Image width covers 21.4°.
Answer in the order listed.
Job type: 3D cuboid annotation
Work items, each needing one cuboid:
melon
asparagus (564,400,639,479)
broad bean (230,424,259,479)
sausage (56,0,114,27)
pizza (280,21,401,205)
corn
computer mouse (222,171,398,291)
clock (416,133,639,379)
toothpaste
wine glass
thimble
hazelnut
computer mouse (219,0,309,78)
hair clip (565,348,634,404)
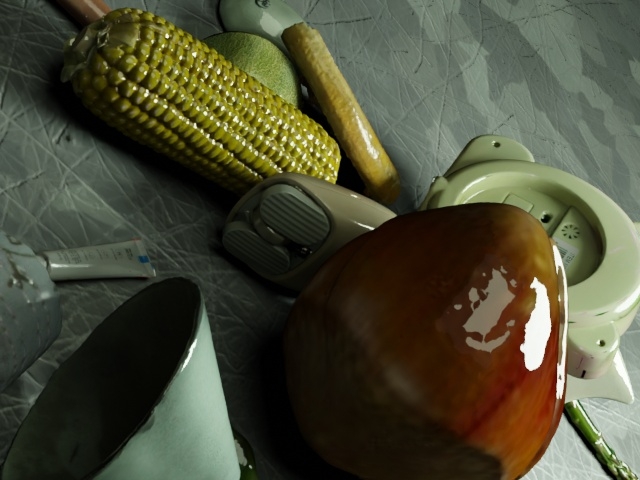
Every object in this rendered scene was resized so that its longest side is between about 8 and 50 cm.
[{"bbox_3d":[-0.084,-0.186,2.089,0.160,0.079,0.128,44,37,-17],"label":"melon"},{"bbox_3d":[0.367,0.255,2.315,0.034,0.027,0.236,-37,93,-43],"label":"asparagus"},{"bbox_3d":[-0.117,0.201,1.793,0.061,0.046,0.195,-19,77,-50],"label":"broad bean"},{"bbox_3d":[-0.297,-0.292,1.960,0.186,0.043,0.043,42,39,-19],"label":"sausage"},{"bbox_3d":[0.025,-0.163,2.166,0.271,0.056,0.134,59,-4,-33],"label":"pizza"},{"bbox_3d":[-0.125,-0.144,1.963,0.387,0.144,0.144,26,46,-33],"label":"corn"},{"bbox_3d":[0.000,0.000,1.990,0.236,0.145,0.082,22,41,-40],"label":"computer mouse"},{"bbox_3d":[0.266,0.024,2.148,0.309,0.114,0.284,28,54,15],"label":"clock"},{"bbox_3d":[-0.247,0.024,1.792,0.190,0.031,0.048,-4,64,-53],"label":"toothpaste"},{"bbox_3d":[-0.078,0.261,1.641,0.406,0.267,0.267,45,38,-24],"label":"wine glass"},{"bbox_3d":[-0.327,0.068,1.584,0.151,0.127,0.118,46,36,-5],"label":"thimble"},{"bbox_3d":[0.132,0.118,1.888,0.315,0.372,0.372,35,33,17],"label":"hazelnut"},{"bbox_3d":[-0.049,-0.269,2.213,0.182,0.056,0.089,35,46,-27],"label":"computer mouse"},{"bbox_3d":[0.283,0.101,2.229,0.113,0.173,0.282,73,-1,-55],"label":"hair clip"}]
